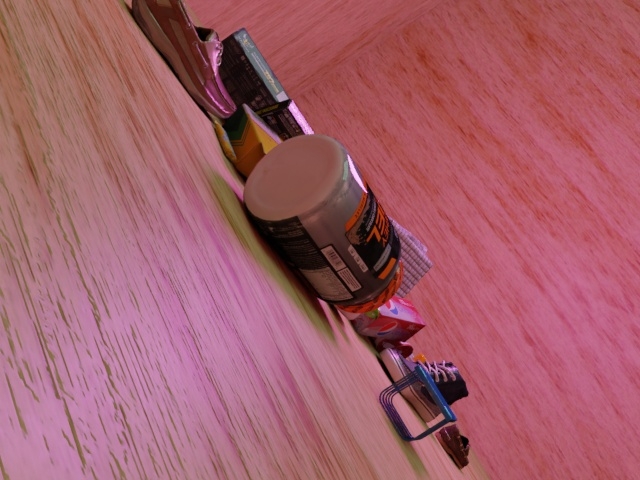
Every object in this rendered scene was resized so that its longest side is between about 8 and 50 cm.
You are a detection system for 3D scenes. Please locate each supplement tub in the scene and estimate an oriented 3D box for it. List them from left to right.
[{"bbox_3d":[0.021,-0.017,1.354,0.338,0.207,0.207,53,6,-45],"label":"supplement tub"}]

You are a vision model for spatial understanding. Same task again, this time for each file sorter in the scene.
[{"bbox_3d":[0.194,0.331,1.459,0.118,0.104,0.170,59,5,19],"label":"file sorter"}]

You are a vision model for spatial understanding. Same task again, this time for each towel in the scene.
[{"bbox_3d":[0.167,0.060,2.055,0.121,0.235,0.284,43,4,42],"label":"towel"}]

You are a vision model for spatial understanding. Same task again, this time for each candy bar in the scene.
[{"bbox_3d":[-0.197,-0.204,1.522,0.040,0.018,0.161,54,4,-35],"label":"candy bar"}]

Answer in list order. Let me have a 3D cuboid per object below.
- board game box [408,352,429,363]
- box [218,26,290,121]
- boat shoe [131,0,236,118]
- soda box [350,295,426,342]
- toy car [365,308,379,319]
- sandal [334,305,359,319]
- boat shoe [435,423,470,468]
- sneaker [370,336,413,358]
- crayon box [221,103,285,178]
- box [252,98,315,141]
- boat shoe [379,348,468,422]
[{"bbox_3d":[0.194,0.226,2.402,0.390,0.050,0.390,53,0,-43],"label":"board game box"},{"bbox_3d":[-0.196,-0.381,1.810,0.232,0.183,0.059,56,42,-13],"label":"box"},{"bbox_3d":[-0.256,-0.388,1.519,0.324,0.116,0.123,53,6,-44],"label":"boat shoe"},{"bbox_3d":[0.169,0.196,1.886,0.263,0.083,0.092,19,34,-55],"label":"soda box"},{"bbox_3d":[0.094,0.061,1.593,0.239,0.053,0.224,96,-9,-70],"label":"toy car"},{"bbox_3d":[0.005,0.005,1.721,0.416,0.102,0.169,59,4,28],"label":"sandal"},{"bbox_3d":[0.406,0.606,2.148,0.207,0.073,0.073,55,3,-46],"label":"boat shoe"},{"bbox_3d":[0.188,0.265,2.067,0.128,0.087,0.221,61,4,31],"label":"sneaker"},{"bbox_3d":[-0.106,-0.166,1.608,0.202,0.081,0.318,41,11,-27],"label":"crayon box"},{"bbox_3d":[-0.106,-0.242,1.795,0.190,0.184,0.045,53,38,-36],"label":"box"},{"bbox_3d":[0.283,0.357,1.957,0.340,0.158,0.127,53,5,-48],"label":"boat shoe"}]
